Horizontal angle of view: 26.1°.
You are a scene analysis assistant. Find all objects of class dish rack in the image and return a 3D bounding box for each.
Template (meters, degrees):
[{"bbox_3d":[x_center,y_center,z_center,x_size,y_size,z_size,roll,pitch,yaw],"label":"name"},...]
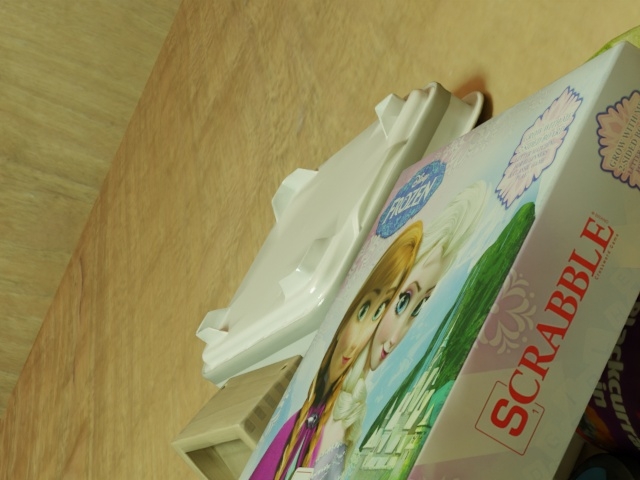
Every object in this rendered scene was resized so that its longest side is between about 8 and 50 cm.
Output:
[{"bbox_3d":[0.000,0.000,1.239,0.286,0.072,0.333,-61,13,-27],"label":"dish rack"}]

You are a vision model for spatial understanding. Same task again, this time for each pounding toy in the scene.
[{"bbox_3d":[-0.029,0.200,1.149,0.094,0.181,0.206,-47,12,-31],"label":"pounding toy"}]

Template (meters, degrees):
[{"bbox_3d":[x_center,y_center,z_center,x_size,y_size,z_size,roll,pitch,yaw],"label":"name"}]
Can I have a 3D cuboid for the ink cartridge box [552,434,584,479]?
[{"bbox_3d":[0.073,0.179,0.920,0.158,0.092,0.218,-136,66,-70],"label":"ink cartridge box"}]

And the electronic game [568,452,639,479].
[{"bbox_3d":[0.138,0.218,0.666,0.229,0.048,0.229,-176,90,-85],"label":"electronic game"}]

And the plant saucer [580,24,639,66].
[{"bbox_3d":[0.173,-0.043,0.929,0.188,0.045,0.188,136,148,-55],"label":"plant saucer"}]

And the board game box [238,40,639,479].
[{"bbox_3d":[0.052,0.077,0.751,0.318,0.066,0.318,-62,10,-16],"label":"board game box"}]

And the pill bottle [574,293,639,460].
[{"bbox_3d":[0.194,0.062,0.657,0.193,0.108,0.108,1,72,71],"label":"pill bottle"}]
